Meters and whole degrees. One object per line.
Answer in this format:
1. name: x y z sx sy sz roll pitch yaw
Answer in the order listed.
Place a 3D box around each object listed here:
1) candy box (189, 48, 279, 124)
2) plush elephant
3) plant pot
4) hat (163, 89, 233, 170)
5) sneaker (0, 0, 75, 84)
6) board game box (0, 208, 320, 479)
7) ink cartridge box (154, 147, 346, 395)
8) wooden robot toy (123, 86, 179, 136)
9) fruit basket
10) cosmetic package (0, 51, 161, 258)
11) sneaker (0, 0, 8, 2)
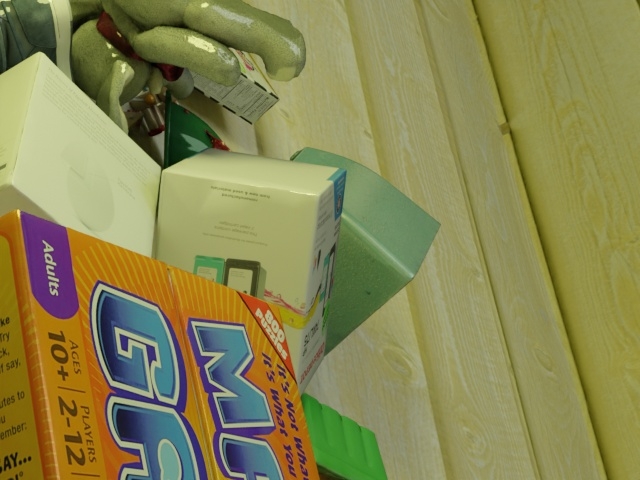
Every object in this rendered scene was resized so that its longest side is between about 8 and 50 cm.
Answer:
1. candy box: -0.183 -0.299 1.973 0.233 0.071 0.159 29 25 -56
2. plush elephant: -0.216 -0.262 1.567 0.330 0.255 0.272 4 51 -35
3. plant pot: 0.000 0.000 1.914 0.252 0.248 0.247 46 25 -4
4. hat: -0.129 -0.115 1.728 0.173 0.183 0.208 101 -11 -62
5. sneaker: -0.384 -0.204 1.482 0.086 0.163 0.226 56 -26 33
6. board game box: -0.231 0.242 0.994 0.356 0.356 0.356 25 45 -57
7. ink cartridge box: -0.092 0.040 1.545 0.198 0.197 0.270 -50 148 -73
8. wooden robot toy: -0.231 -0.207 1.814 0.076 0.079 0.173 61 23 -10
9. fruit basket: -0.027 0.397 1.600 0.327 0.165 0.353 36 51 -48
10. cosmetic package: -0.310 -0.050 1.404 0.224 0.138 0.225 47 30 -37
11. sneaker: -0.383 -0.320 1.580 0.080 0.094 0.212 15 53 -63
